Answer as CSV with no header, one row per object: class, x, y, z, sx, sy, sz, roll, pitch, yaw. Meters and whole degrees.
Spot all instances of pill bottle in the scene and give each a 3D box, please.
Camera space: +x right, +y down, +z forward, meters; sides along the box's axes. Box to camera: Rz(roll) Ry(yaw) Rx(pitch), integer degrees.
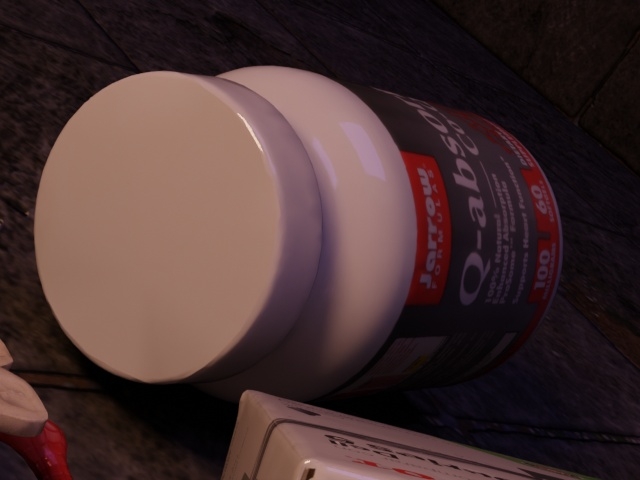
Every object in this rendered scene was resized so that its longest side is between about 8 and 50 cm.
pill bottle,0.000,0.000,0.921,0.210,0.210,0.363,43,19,24

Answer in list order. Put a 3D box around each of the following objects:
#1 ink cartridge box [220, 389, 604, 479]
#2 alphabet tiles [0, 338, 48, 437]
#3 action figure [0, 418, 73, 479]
ink cartridge box,0.058,0.147,0.572,0.198,0.115,0.273,15,-3,-7
alphabet tiles,-0.253,0.013,0.558,0.278,0.021,0.284,21,8,-31
action figure,-0.111,0.163,0.486,0.139,0.091,0.280,30,15,-44
